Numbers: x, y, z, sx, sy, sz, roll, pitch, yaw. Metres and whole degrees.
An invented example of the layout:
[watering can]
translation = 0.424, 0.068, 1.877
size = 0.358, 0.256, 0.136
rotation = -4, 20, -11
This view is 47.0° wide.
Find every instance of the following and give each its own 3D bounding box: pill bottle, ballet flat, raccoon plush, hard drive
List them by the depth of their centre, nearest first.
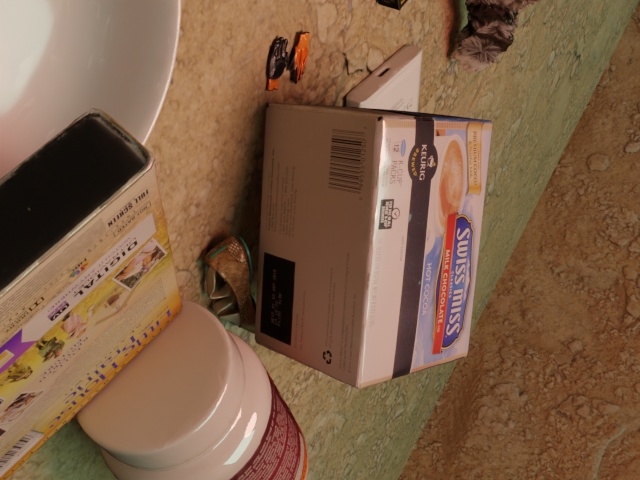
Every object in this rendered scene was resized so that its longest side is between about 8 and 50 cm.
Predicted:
[pill bottle]
translation = -0.156, 0.248, 0.977
size = 0.224, 0.224, 0.392
rotation = -54, 154, -22
[ballet flat]
translation = -0.130, 0.075, 1.074
size = 0.067, 0.073, 0.206
rotation = -24, 137, -16
[raccoon plush]
translation = 0.329, -0.558, 1.324
size = 0.446, 0.216, 0.299
rotation = 128, -16, -66
[hard drive]
translation = 0.112, -0.170, 1.330
size = 0.203, 0.040, 0.307
rotation = -45, 149, -35

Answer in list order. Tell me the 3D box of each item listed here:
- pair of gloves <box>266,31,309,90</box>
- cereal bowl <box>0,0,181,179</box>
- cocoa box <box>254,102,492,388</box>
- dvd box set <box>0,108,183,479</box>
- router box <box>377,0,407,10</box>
[pair of gloves]
translation = -0.044, -0.242, 0.994
size = 0.083, 0.010, 0.074
rotation = -29, 139, -48
[cereal bowl]
translation = -0.258, -0.152, 0.505
size = 0.339, 0.141, 0.339
rotation = -44, 148, -36
[cocoa box]
translation = 0.069, -0.008, 1.028
size = 0.228, 0.231, 0.347
rotation = -6, 105, -41
[dvd box set]
translation = -0.250, 0.095, 0.611
size = 0.307, 0.062, 0.420
rotation = -45, 173, -17
[router box]
translation = 0.139, -0.459, 1.108
size = 0.179, 0.046, 0.133
rotation = -56, 153, -18
